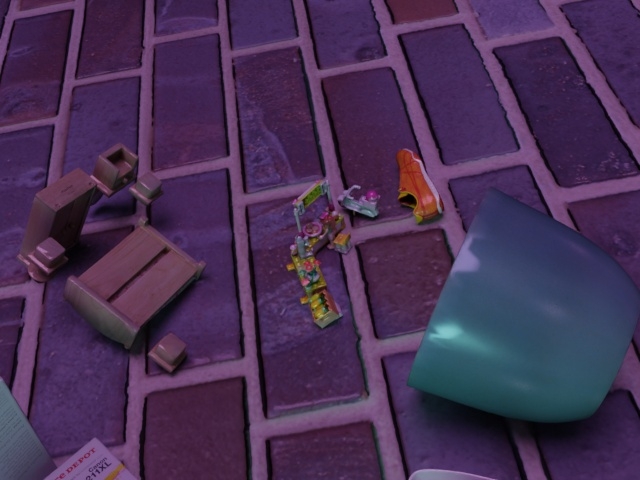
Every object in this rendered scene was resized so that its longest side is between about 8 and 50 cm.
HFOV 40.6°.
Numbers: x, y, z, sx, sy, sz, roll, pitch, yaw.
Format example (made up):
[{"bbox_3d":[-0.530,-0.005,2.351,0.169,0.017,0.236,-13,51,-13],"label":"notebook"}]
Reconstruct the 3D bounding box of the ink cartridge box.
[{"bbox_3d":[-0.288,0.364,1.136,0.175,0.072,0.127,32,59,34],"label":"ink cartridge box"}]

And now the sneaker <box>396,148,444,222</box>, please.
[{"bbox_3d":[0.160,-0.103,1.531,0.067,0.064,0.175,-22,42,2],"label":"sneaker"}]

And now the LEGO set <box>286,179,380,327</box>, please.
[{"bbox_3d":[0.000,0.000,1.423,0.132,0.107,0.287,8,47,18],"label":"LEGO set"}]

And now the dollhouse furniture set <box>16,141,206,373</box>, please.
[{"bbox_3d":[-0.322,0.053,1.481,0.355,0.174,0.303,38,43,4],"label":"dollhouse furniture set"}]

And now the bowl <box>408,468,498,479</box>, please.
[{"bbox_3d":[0.166,0.361,1.069,0.142,0.053,0.142,6,47,15],"label":"bowl"}]

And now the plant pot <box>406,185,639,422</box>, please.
[{"bbox_3d":[0.280,0.105,1.153,0.235,0.293,0.293,22,52,11],"label":"plant pot"}]

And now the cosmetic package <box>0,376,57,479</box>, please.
[{"bbox_3d":[-0.447,0.260,1.157,0.117,0.231,0.085,19,52,26],"label":"cosmetic package"}]
